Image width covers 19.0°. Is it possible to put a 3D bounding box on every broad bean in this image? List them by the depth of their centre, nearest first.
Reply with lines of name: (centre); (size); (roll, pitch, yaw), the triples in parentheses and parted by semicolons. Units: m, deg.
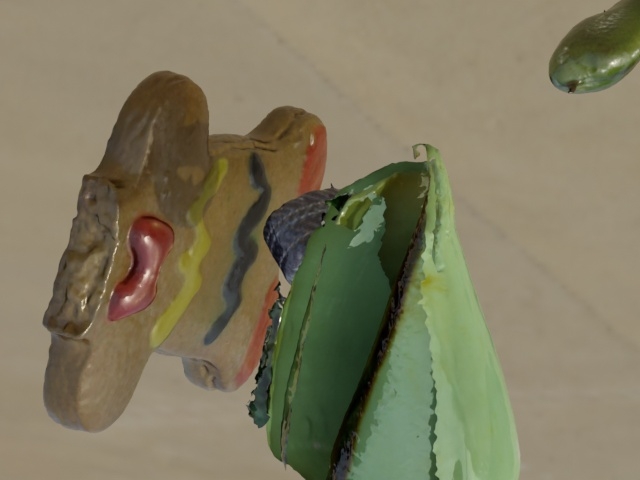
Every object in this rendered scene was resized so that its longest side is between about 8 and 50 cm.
broad bean: (0.250, -0.182, 1.316); (0.053, 0.256, 0.052); (52, 164, -21)

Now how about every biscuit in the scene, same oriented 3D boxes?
biscuit: (-0.129, 0.025, 1.965); (0.076, 0.368, 0.394); (20, -175, 26)

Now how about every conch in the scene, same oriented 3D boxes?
conch: (0.036, 0.082, 1.206); (0.143, 0.251, 0.137); (-13, -166, 36)

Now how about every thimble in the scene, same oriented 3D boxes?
thimble: (0.000, -0.001, 1.778); (0.095, 0.066, 0.104); (-26, 158, -5)
